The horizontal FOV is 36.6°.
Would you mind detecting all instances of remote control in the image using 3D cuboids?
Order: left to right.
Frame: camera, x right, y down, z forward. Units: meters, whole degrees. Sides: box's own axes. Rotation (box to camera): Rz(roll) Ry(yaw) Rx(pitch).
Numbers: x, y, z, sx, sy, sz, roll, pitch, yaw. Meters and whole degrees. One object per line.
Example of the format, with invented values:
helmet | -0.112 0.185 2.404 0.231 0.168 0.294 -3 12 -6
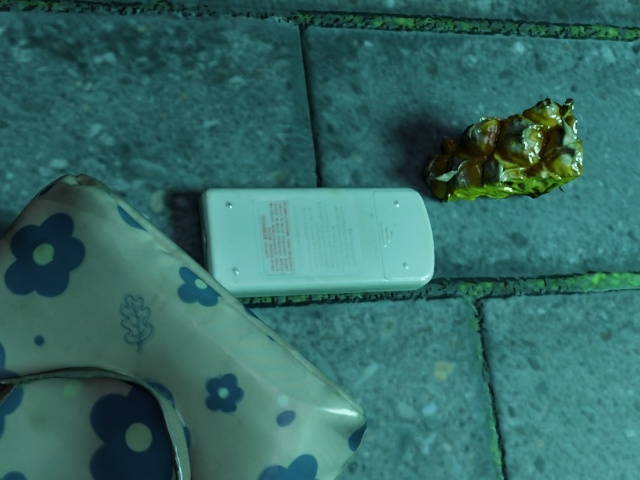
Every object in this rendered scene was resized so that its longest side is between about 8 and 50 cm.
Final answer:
remote control | 0.000 0.000 0.769 0.190 0.029 0.087 -2 74 -19

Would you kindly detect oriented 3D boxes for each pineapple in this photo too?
pineapple | 0.158 -0.069 0.818 0.116 0.137 0.069 18 65 -59

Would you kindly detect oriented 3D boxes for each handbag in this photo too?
handbag | -0.123 0.111 0.613 0.251 0.190 0.193 40 71 6
